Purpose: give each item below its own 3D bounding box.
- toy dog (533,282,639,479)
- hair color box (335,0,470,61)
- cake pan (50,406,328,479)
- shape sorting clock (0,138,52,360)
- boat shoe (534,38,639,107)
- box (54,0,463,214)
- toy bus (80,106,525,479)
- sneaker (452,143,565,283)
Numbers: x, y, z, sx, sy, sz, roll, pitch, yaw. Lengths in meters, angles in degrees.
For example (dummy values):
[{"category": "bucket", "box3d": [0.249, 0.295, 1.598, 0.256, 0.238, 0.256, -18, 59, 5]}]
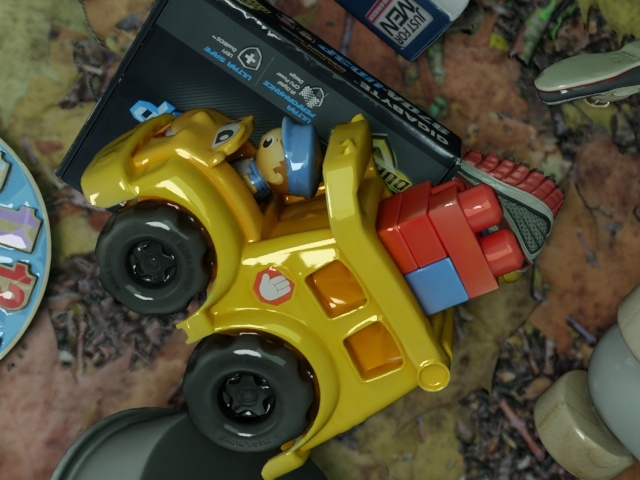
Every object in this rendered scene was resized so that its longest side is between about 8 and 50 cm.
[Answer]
[{"category": "toy dog", "box3d": [0.316, 0.151, 0.778, 0.333, 0.220, 0.161, 55, 41, -8]}, {"category": "hair color box", "box3d": [-0.004, -0.315, 0.796, 0.347, 0.105, 0.174, 39, 74, -5]}, {"category": "cake pan", "box3d": [-0.040, 0.223, 0.620, 0.054, 0.293, 0.293, -30, 89, 23]}, {"category": "shape sorting clock", "box3d": [-0.283, 0.006, 0.705, 0.206, 0.040, 0.206, 2, 80, -14]}, {"category": "boat shoe", "box3d": [0.235, -0.129, 0.860, 0.137, 0.049, 0.043, -19, 126, -17]}, {"category": "box", "box3d": [-0.042, -0.056, 0.723, 0.220, 0.051, 0.175, 34, 114, -7]}, {"category": "toy bus", "box3d": [0.000, 0.000, 0.629, 0.211, 0.149, 0.220, -26, 106, 19]}, {"category": "sneaker", "box3d": [0.067, -0.035, 0.779, 0.225, 0.088, 0.092, 21, 83, -7]}]
